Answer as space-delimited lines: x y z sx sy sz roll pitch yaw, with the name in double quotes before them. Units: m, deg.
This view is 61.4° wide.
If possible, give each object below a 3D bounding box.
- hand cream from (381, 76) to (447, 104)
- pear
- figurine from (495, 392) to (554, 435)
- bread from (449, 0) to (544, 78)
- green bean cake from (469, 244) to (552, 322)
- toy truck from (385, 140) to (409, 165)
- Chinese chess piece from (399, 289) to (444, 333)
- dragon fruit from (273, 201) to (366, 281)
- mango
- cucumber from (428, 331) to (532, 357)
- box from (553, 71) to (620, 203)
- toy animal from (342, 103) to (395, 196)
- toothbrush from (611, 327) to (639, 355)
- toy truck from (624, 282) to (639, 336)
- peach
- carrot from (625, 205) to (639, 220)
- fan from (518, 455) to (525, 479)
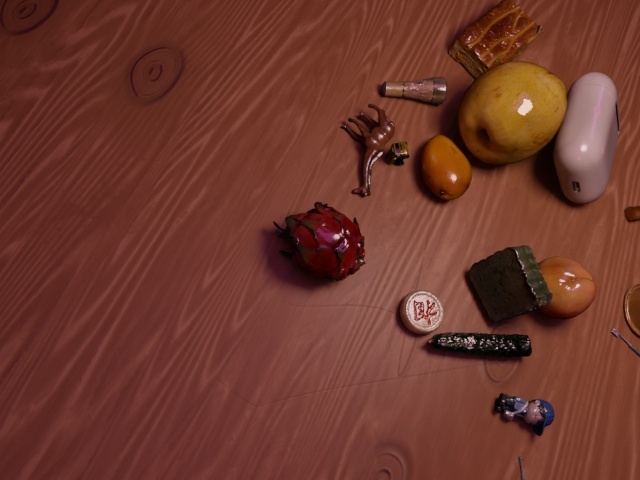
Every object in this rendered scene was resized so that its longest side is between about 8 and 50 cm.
"hand cream" 0.291 -0.470 1.691 0.203 0.084 0.084 -1 72 -4
"pear" 0.565 -0.378 1.592 0.314 0.314 0.314 3 72 -10
"figurine" 0.544 0.455 1.437 0.149 0.086 0.087 19 29 8
"bread" 0.580 -0.664 1.786 0.275 0.114 0.185 -41 83 -18
"green bean cake" 0.524 0.117 1.482 0.094 0.173 0.181 -9 71 -38
"toy truck" 0.229 -0.259 1.599 0.054 0.083 0.049 -4 74 -11
"Chinese chess piece" 0.277 0.195 1.477 0.122 0.051 0.122 3 71 -10
"dragon fruit" 0.000 0.000 1.426 0.274 0.193 0.192 27 96 -1
"mango" 0.368 -0.223 1.606 0.145 0.112 0.219 -4 61 -12
"cucumber" 0.430 0.282 1.472 0.294 0.067 0.067 4 71 -8
"box" 0.812 -0.307 1.637 0.141 0.288 0.349 6 64 37
"toy animal" 0.140 -0.268 1.597 0.224 0.066 0.229 -35 77 -3
"toothbrush" 0.918 0.320 1.579 0.167 0.011 0.014 44 75 5
"toy truck" 1.062 0.197 1.543 0.288 0.211 0.204 9 71 -4
"peach" 0.674 0.132 1.509 0.184 0.184 0.184 3 72 -10
"carrot" 1.043 -0.095 1.724 0.139 0.048 0.048 -9 74 -16
"fan" 0.529 0.653 1.398 0.113 0.005 0.175 3 71 -10
